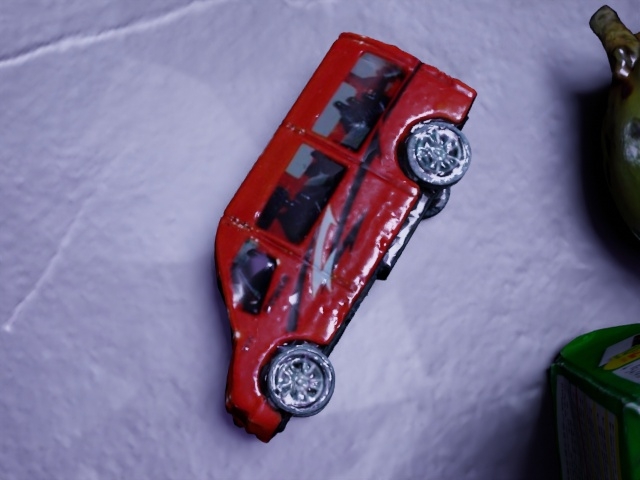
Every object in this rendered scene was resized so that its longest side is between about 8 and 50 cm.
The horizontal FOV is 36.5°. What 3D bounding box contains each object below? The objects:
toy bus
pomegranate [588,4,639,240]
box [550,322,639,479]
[{"bbox_3d":[0.000,0.000,0.477,0.089,0.081,0.195,30,81,5],"label":"toy bus"},{"bbox_3d":[0.239,-0.045,0.489,0.220,0.156,0.156,23,81,-25],"label":"pomegranate"},{"bbox_3d":[0.164,0.125,0.403,0.103,0.250,0.180,-4,87,7],"label":"box"}]
